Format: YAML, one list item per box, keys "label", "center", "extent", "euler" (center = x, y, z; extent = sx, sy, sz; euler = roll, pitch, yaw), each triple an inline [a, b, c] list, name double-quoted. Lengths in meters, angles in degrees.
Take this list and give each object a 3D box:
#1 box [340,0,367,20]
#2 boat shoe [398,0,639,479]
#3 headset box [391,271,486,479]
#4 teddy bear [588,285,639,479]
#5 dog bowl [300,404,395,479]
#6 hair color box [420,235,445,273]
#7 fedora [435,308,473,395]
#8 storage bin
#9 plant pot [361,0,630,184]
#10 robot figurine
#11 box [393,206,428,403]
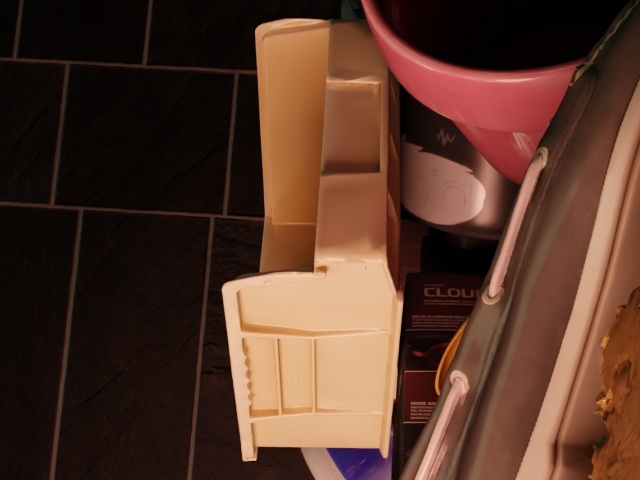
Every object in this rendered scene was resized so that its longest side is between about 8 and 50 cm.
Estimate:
- label: "box"
  center: [0.137, -0.248, 1.021]
  extent: [0.044, 0.233, 0.159]
  euler: [-83, -5, -51]
- label: "boat shoe"
  center: [0.113, 0.014, 0.482]
  extent: [0.112, 0.095, 0.335]
  euler: [23, -94, -44]
- label: "headset box"
  center: [0.108, 0.178, 0.778]
  extent: [0.293, 0.110, 0.218]
  euler: [-82, -6, -54]
- label: "teddy bear"
  center: [0.157, 0.068, 0.343]
  extent: [0.245, 0.113, 0.338]
  euler: [120, 162, -84]
- label: "dog bowl"
  center: [0.102, 0.271, 1.188]
  extent: [0.104, 0.265, 0.265]
  euler: [-45, 3, 8]
- label: "hair color box"
  center: [0.162, 0.038, 0.962]
  extent: [0.043, 0.141, 0.072]
  euler: [87, -172, -63]
- label: "fedora"
  center: [0.159, 0.052, 0.625]
  extent: [0.079, 0.194, 0.194]
  euler: [51, 163, 23]
- label: "storage bin"
  center: [0.000, 0.000, 0.839]
  extent: [0.260, 0.123, 0.262]
  euler: [89, -177, -51]
- label: "plant pot"
  center: [0.140, -0.127, 0.632]
  extent: [0.180, 0.201, 0.201]
  euler: [58, -147, -57]
- label: "robot figurine"
  center: [0.154, -0.104, 0.862]
  extent: [0.173, 0.209, 0.278]
  euler: [-17, -64, -44]
- label: "box"
  center: [0.158, 0.069, 1.181]
  extent: [0.167, 0.168, 0.203]
  euler: [-70, -17, -82]
